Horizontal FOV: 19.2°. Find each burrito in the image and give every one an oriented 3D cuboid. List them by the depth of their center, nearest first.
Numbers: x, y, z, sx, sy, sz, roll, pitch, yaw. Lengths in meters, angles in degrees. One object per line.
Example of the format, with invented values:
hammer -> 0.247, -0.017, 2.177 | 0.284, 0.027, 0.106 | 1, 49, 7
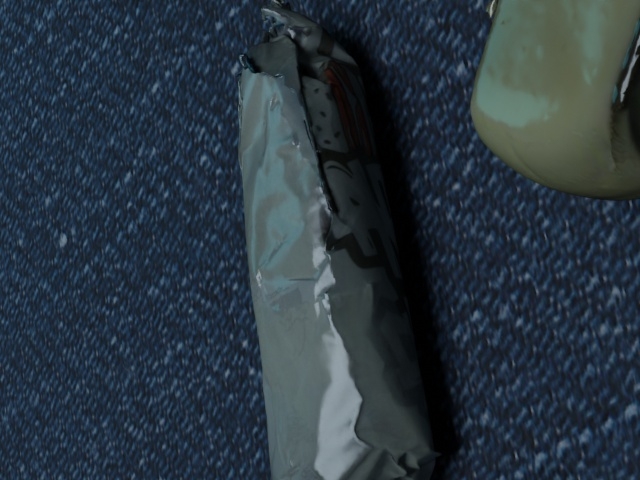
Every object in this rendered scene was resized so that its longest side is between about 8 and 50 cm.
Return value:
burrito -> 0.000, 0.000, 1.379 | 0.139, 0.101, 0.445 | -34, 59, 54

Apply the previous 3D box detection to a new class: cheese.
cheese -> 0.182, -0.154, 1.108 | 0.233, 0.127, 0.266 | 35, 113, 55
